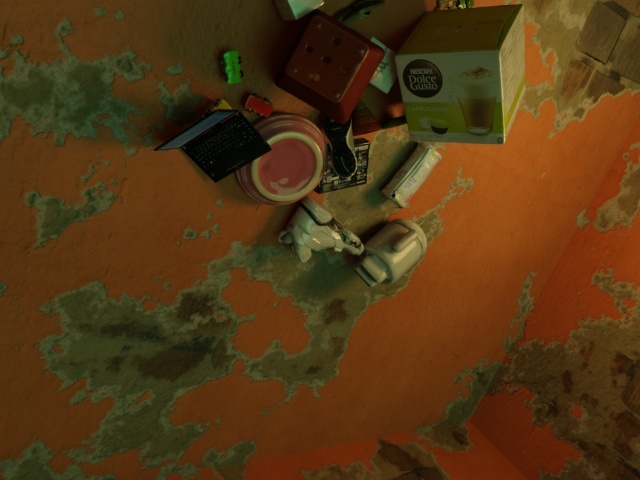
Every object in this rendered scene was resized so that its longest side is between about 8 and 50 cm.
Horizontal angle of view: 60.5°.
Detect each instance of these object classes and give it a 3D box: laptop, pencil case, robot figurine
[{"bbox_3d":[-0.314,-0.276,1.654,0.234,0.136,0.264,-26,131,19],"label":"laptop"},{"bbox_3d":[0.364,-0.264,2.204,0.273,0.113,0.124,-52,155,3],"label":"pencil case"},{"bbox_3d":[0.302,0.042,2.277,0.353,0.199,0.300,-40,179,-26],"label":"robot figurine"}]

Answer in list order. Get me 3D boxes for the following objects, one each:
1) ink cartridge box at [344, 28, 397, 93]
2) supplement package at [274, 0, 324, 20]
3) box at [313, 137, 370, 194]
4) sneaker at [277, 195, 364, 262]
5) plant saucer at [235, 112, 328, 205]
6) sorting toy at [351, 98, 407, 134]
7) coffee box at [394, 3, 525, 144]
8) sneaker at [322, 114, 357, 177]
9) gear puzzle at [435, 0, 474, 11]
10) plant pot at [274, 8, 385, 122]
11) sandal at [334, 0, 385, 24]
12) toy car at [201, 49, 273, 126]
[{"bbox_3d":[0.164,-0.599,1.840,0.176,0.128,0.127,20,105,-40],"label":"ink cartridge box"},{"bbox_3d":[-0.087,-0.739,1.571,0.105,0.105,0.179,-36,122,-11],"label":"supplement package"},{"bbox_3d":[0.077,-0.277,2.041,0.220,0.051,0.175,-15,126,-26],"label":"box"},{"bbox_3d":[0.000,0.000,2.115,0.210,0.137,0.366,-48,129,3],"label":"sneaker"},{"bbox_3d":[-0.122,-0.261,1.859,0.332,0.084,0.332,-11,123,-18],"label":"plant saucer"},{"bbox_3d":[0.254,-0.477,2.024,0.366,0.127,0.126,-18,97,-28],"label":"sorting toy"},{"bbox_3d":[0.486,-0.562,1.861,0.338,0.338,0.334,-57,142,-36],"label":"coffee box"},{"bbox_3d":[0.070,-0.347,1.919,0.100,0.108,0.271,-8,88,7],"label":"sneaker"},{"bbox_3d":[0.487,-0.867,1.947,0.175,0.044,0.339,-27,130,-18],"label":"gear puzzle"},{"bbox_3d":[0.024,-0.528,1.638,0.267,0.236,0.267,30,101,-4],"label":"plant pot"},{"bbox_3d":[0.125,-0.735,1.771,0.180,0.072,0.049,-34,147,-10],"label":"sandal"},{"bbox_3d":[-0.267,-0.470,1.678,0.239,0.053,0.225,-20,127,-24],"label":"toy car"}]
